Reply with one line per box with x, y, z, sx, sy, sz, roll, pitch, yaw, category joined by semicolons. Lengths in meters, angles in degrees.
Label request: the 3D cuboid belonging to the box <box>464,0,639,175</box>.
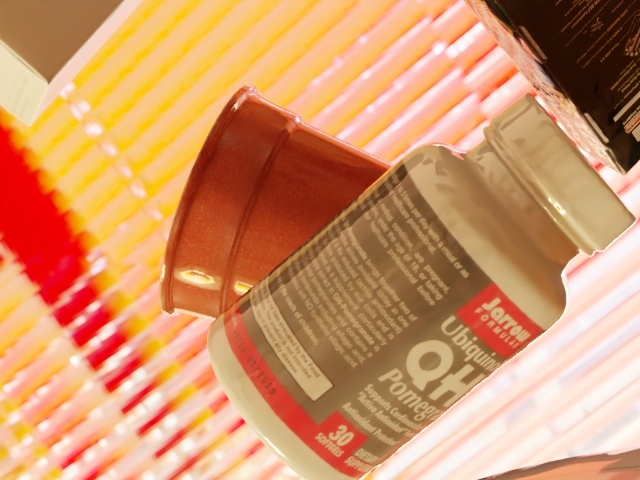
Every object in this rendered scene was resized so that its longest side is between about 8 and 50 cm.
0.287;-0.252;1.128;0.322;0.079;0.257;-47;-49;1;box

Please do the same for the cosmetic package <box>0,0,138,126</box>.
-0.220;-0.308;1.337;0.365;0.155;0.197;-53;10;-15;cosmetic package

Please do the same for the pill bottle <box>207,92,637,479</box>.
0.080;0.036;1.055;0.318;0.176;0.176;-41;-14;11;pill bottle

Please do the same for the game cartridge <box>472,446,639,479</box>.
0.105;0.147;0.324;0.294;0.196;0.060;-12;8;39;game cartridge

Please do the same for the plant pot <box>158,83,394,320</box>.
0.000;0.000;1.481;0.272;0.265;0.272;20;-90;-83;plant pot
